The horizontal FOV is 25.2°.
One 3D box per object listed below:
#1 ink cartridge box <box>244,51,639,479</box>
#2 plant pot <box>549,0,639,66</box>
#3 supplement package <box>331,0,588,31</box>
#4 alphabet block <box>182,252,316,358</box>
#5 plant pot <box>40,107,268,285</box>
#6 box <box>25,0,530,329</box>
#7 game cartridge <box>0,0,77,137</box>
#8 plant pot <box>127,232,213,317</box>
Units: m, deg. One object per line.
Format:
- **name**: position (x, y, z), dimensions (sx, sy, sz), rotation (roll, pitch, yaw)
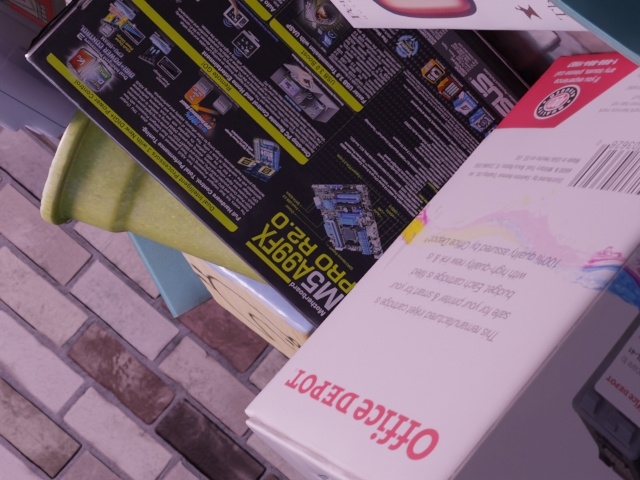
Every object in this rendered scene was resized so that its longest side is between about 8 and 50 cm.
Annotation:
- **ink cartridge box**: position (0.132, 0.042, 0.786), dimensions (0.131, 0.306, 0.226), rotation (45, 168, -21)
- **plant pot**: position (0.128, -0.168, 0.181), dimensions (0.293, 0.235, 0.293), rotation (38, 169, 9)
- **supplement package**: position (0.069, -0.178, 0.592), dimensions (0.139, 0.134, 0.244), rotation (46, 168, -24)
- **alphabet block**: position (0.000, 0.000, 1.351), dimensions (0.192, 0.193, 0.197), rotation (37, 168, 24)
- **plant pot**: position (-0.034, -0.073, 1.094), dimensions (0.254, 0.276, 0.276), rotation (30, 169, -2)
- **box**: position (-0.019, -0.106, 0.934), dimensions (0.270, 0.216, 0.060), rotation (43, -169, -16)
- **game cartridge**: position (-0.271, -0.198, 1.013), dimensions (0.196, 0.060, 0.294), rotation (27, -156, -31)
- **plant pot**: position (-0.147, -0.076, 1.535), dimensions (0.234, 0.165, 0.166), rotation (59, -177, -18)
